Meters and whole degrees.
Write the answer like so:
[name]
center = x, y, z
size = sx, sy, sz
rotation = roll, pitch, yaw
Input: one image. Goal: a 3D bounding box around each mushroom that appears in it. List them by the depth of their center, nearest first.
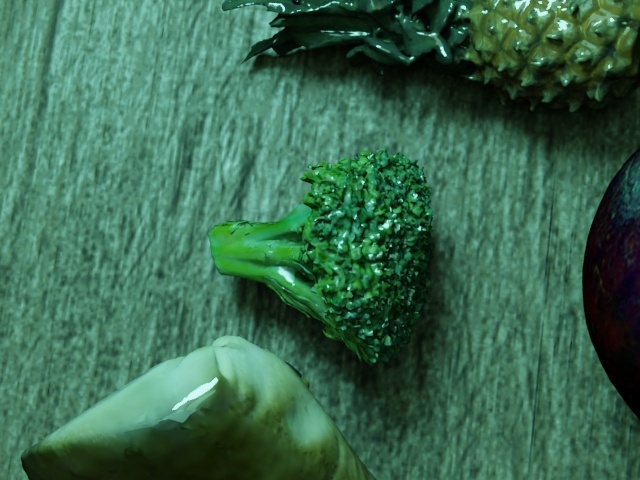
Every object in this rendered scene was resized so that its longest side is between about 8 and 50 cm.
[mushroom]
center = -0.060, 0.222, 1.347
size = 0.224, 0.397, 0.313
rotation = -34, 80, -3

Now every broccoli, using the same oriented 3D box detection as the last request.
[broccoli]
center = 0.000, 0.000, 1.516
size = 0.194, 0.194, 0.219
rotation = 22, 40, 8

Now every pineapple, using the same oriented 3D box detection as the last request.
[pineapple]
center = 0.100, -0.200, 1.556
size = 0.364, 0.165, 0.165
rotation = 7, 77, 6

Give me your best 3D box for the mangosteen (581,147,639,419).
[mangosteen]
center = 0.368, 0.017, 1.395
size = 0.306, 0.359, 0.306
rotation = 17, 46, -19
